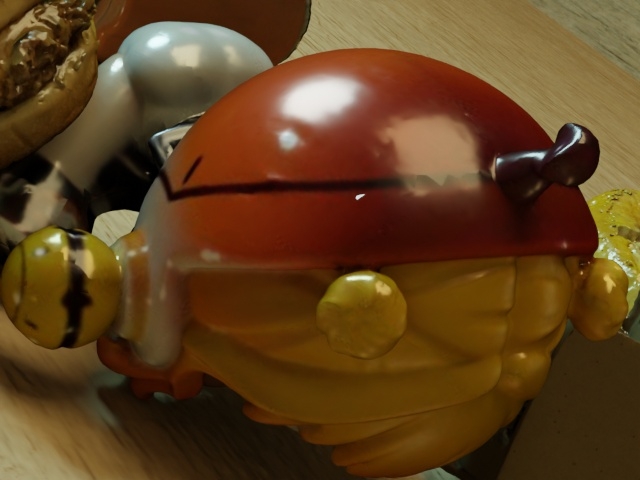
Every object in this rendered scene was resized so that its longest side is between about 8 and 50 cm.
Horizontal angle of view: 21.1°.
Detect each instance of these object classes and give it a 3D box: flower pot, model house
[{"bbox_3d":[-0.130,-0.212,1.382,0.173,0.190,0.190,-8,39,-44],"label":"flower pot"},{"bbox_3d":[0.168,0.093,1.013,0.181,0.176,0.248,30,-2,-11],"label":"model house"}]

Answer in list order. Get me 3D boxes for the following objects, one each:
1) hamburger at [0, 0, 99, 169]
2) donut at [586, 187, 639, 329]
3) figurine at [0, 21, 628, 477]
[{"bbox_3d":[-0.200,-0.106,0.867,0.191,0.182,0.118,31,-25,43],"label":"hamburger"},{"bbox_3d":[0.276,0.067,1.345,0.253,0.118,0.253,26,31,-17],"label":"donut"},{"bbox_3d":[0.000,-0.005,0.855,0.320,0.196,0.323,-4,19,-42],"label":"figurine"}]
